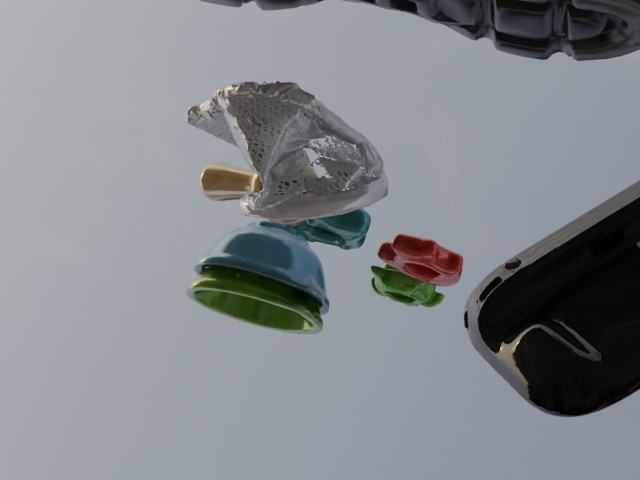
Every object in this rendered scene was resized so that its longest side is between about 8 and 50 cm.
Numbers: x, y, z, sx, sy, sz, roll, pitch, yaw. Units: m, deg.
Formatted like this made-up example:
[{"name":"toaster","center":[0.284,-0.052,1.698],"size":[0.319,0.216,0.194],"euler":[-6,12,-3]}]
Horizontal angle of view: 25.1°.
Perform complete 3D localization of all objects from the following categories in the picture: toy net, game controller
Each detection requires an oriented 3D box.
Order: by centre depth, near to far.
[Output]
[{"name":"toy net","center":[0.000,0.000,0.602],"size":[0.122,0.232,0.045],"euler":[17,-105,5]},{"name":"game controller","center":[0.258,0.008,1.009],"size":[0.319,0.067,0.166],"euler":[-31,-140,-7]}]

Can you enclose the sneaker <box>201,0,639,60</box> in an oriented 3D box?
[{"name":"sneaker","center":[0.006,-0.142,0.541],"size":[0.267,0.101,0.106],"euler":[12,-99,8]}]
